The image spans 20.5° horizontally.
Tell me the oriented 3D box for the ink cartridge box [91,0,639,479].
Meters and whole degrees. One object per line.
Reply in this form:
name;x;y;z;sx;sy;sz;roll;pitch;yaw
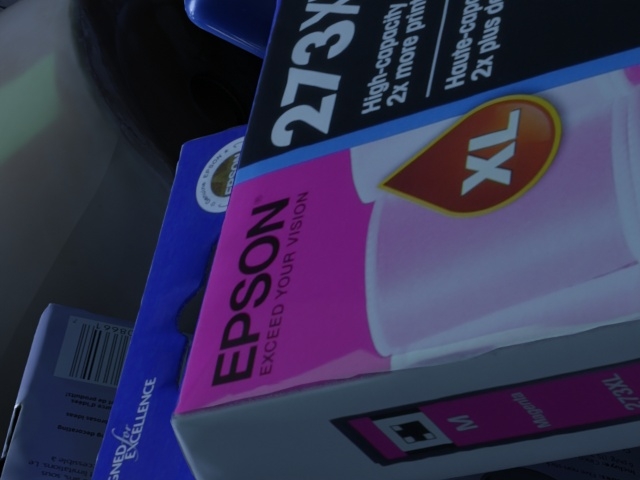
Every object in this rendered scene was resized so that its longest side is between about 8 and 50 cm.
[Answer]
ink cartridge box;0.068;-0.023;0.520;0.371;0.069;0.176;-17;46;35

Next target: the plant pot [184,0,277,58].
plant pot;0.082;-0.181;0.891;0.212;0.236;0.236;-62;11;18

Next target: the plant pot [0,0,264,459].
plant pot;-0.135;0.004;0.956;0.280;0.323;0.323;-40;27;34

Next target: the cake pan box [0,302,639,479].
cake pan box;-0.004;0.138;0.624;0.246;0.266;0.070;-89;14;-59
